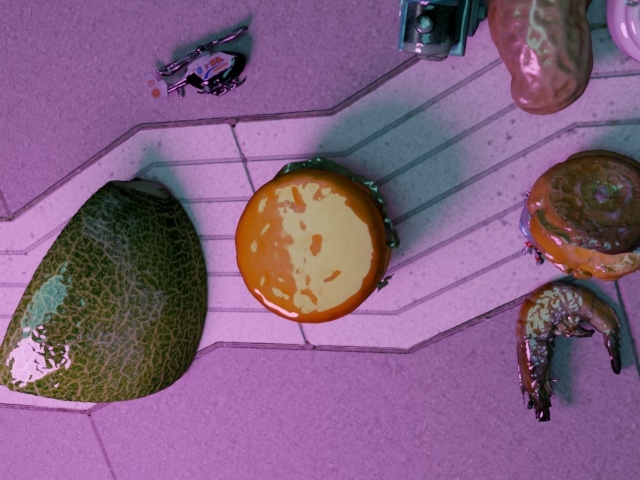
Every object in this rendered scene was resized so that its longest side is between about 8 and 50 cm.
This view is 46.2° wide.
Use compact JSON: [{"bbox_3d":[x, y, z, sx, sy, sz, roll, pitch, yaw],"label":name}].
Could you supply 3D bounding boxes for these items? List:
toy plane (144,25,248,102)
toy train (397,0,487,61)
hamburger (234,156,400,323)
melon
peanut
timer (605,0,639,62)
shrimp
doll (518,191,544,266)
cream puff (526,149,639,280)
[{"bbox_3d":[-0.189,-0.262,1.179,0.197,0.053,0.078,-19,90,22],"label":"toy plane"},{"bbox_3d":[0.155,-0.375,0.945,0.120,0.194,0.298,10,109,15],"label":"toy train"},{"bbox_3d":[0.000,0.002,1.119,0.246,0.170,0.246,1,93,14],"label":"hamburger"},{"bbox_3d":[-0.346,0.076,1.251,0.331,0.226,0.343,9,114,-25],"label":"melon"},{"bbox_3d":[0.289,-0.322,0.945,0.153,0.140,0.325,-4,107,0],"label":"peanut"},{"bbox_3d":[0.478,-0.319,0.879,0.237,0.087,0.262,13,109,-3],"label":"timer"},{"bbox_3d":[0.364,0.168,1.106,0.150,0.051,0.217,2,102,11],"label":"shrimp"},{"bbox_3d":[0.309,-0.016,1.077,0.057,0.039,0.114,8,125,61],"label":"doll"},{"bbox_3d":[0.370,-0.029,0.998,0.189,0.129,0.189,-4,65,9],"label":"cream puff"}]
